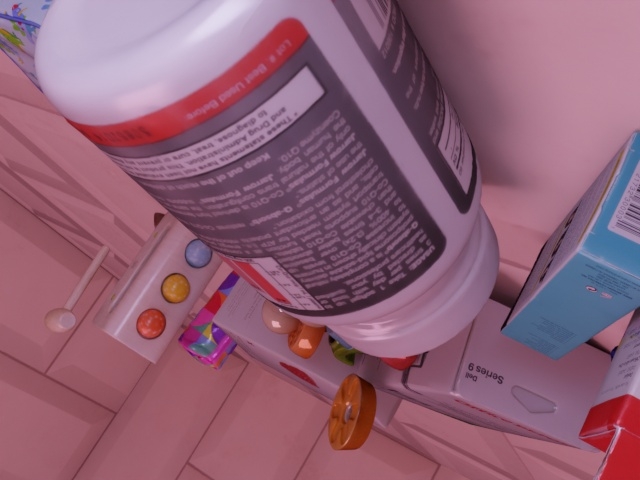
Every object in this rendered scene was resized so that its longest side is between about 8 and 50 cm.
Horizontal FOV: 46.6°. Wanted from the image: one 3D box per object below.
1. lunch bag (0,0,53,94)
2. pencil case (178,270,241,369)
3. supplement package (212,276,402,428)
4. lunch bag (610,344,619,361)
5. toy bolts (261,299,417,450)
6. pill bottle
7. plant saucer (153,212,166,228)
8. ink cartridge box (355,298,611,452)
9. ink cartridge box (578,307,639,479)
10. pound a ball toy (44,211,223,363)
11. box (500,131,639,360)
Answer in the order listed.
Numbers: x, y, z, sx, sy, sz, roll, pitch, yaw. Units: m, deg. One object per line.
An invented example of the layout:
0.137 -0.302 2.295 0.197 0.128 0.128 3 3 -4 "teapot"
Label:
-0.285 -0.213 0.844 0.176 0.090 0.219 22 161 28 "lunch bag"
-0.158 0.124 1.372 0.104 0.236 0.104 36 171 6 "pencil case"
0.007 0.150 1.224 0.292 0.175 0.177 22 160 30 "supplement package"
0.375 0.156 0.729 0.128 0.096 0.151 33 178 -14 "lunch bag"
0.010 0.138 0.951 0.158 0.218 0.228 19 148 -15 "toy bolts"
-0.006 -0.065 0.547 0.210 0.210 0.363 17 158 41 "pill bottle"
-0.297 0.000 1.613 0.168 0.029 0.168 29 163 10 "plant saucer"
0.204 0.169 0.963 0.211 0.122 0.289 24 166 -15 "ink cartridge box"
0.270 0.102 0.496 0.134 0.231 0.078 29 164 10 "ink cartridge box"
-0.332 0.083 1.394 0.208 0.319 0.135 42 161 -30 "pound a ball toy"
0.214 0.020 0.592 0.060 0.101 0.244 28 164 11 "box"
